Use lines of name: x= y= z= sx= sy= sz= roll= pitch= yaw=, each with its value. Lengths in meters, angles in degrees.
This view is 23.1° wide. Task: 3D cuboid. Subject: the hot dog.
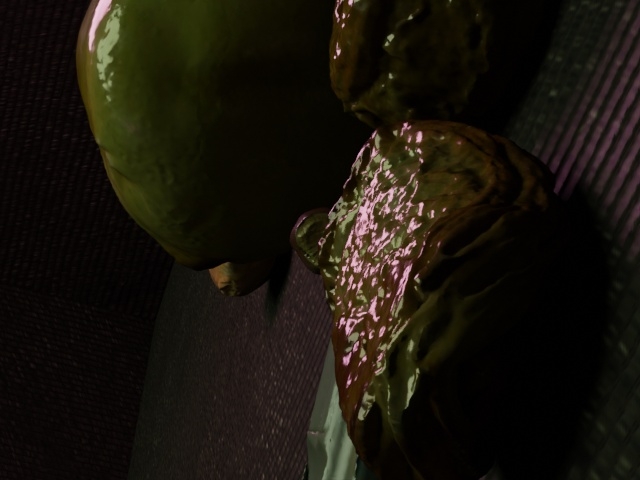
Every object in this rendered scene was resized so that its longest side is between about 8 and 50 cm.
hot dog: x=0.069 y=0.037 z=0.854 sx=0.259 sy=0.114 sz=0.175 roll=-102 pitch=33 yaw=-67

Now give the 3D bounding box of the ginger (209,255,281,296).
ginger: x=-0.086 y=-0.073 z=2.050 sx=0.348 sy=0.122 sz=0.363 roll=125 pitch=152 yaw=-71

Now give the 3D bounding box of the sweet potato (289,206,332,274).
sweet potato: x=0.000 y=0.000 z=1.114 sx=0.117 sy=0.049 sz=0.049 roll=-172 pitch=97 yaw=-84

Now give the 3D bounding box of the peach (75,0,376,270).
peach: x=-0.072 y=-0.148 z=1.399 sx=0.281 sy=0.314 sz=0.315 roll=26 pitch=133 yaw=61

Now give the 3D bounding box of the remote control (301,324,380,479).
remote control: x=0.031 y=0.114 z=1.100 sx=0.128 sy=0.065 sz=0.335 roll=158 pitch=127 yaw=-76

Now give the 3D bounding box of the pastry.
pastry: x=0.079 y=-0.183 z=1.089 sx=0.235 sy=0.132 sz=0.240 roll=100 pitch=177 yaw=-55
